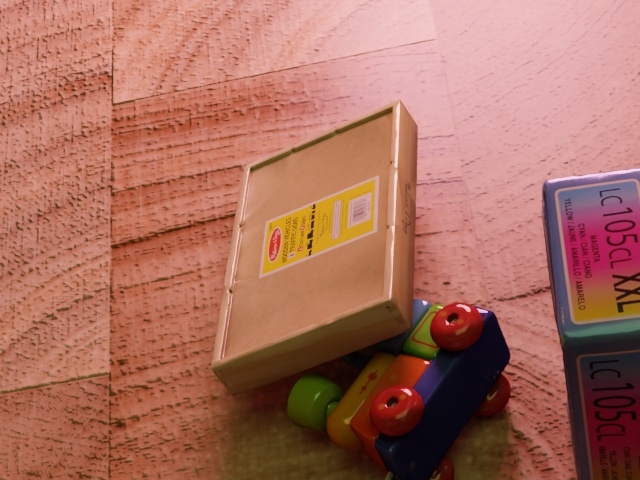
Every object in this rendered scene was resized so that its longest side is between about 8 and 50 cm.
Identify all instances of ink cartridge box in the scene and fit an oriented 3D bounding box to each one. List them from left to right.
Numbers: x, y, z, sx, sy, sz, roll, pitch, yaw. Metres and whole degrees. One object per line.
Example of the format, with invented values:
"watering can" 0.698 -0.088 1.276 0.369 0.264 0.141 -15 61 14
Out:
"ink cartridge box" 0.365 0.064 1.099 0.395 0.270 0.151 -9 51 8

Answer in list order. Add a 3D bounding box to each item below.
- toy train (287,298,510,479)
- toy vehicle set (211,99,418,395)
"toy train" 0.030 0.147 1.236 0.143 0.105 0.248 16 56 38
"toy vehicle set" 0.000 0.000 1.337 0.166 0.035 0.267 -21 36 22
